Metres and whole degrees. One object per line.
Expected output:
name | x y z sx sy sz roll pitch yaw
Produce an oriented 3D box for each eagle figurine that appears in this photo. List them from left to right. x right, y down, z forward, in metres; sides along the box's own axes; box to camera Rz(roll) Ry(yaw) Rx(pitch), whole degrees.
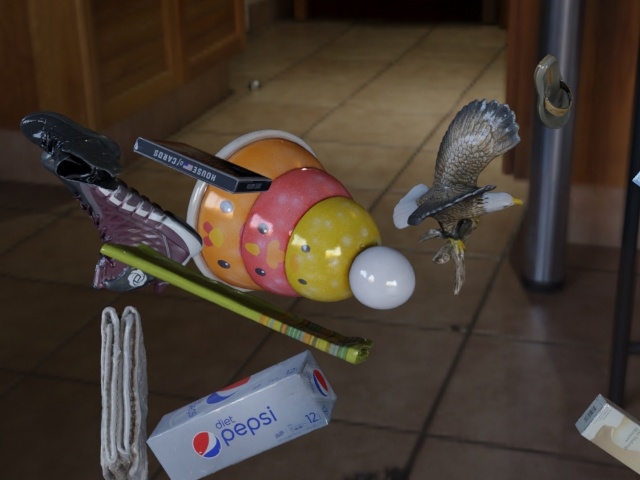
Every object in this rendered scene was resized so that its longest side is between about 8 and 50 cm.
eagle figurine | 0.251 -0.088 1.902 0.225 0.298 0.226 -25 56 -7

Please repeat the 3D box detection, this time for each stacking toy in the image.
stacking toy | 0.000 0.000 2.065 0.351 0.350 0.480 -19 30 -36

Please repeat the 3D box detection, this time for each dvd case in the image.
dvd case | -0.190 -0.124 1.778 0.179 0.029 0.239 23 6 8

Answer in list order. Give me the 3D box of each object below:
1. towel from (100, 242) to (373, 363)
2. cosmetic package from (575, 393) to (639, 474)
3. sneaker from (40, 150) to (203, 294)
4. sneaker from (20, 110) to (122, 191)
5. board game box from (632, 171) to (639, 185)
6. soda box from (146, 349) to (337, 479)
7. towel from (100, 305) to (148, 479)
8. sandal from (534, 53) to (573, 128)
towel | -0.068 0.051 0.924 0.237 0.021 0.102 23 -2 8
cosmetic package | 0.420 0.272 1.480 0.115 0.060 0.041 33 10 -6
sneaker | -0.330 -0.012 1.618 0.281 0.162 0.106 34 1 -13
sneaker | -0.328 -0.116 1.388 0.170 0.051 0.089 20 30 6
board game box | 0.511 -0.074 1.417 0.154 0.103 0.026 40 22 13
soda box | -0.122 0.279 1.666 0.286 0.098 0.091 -27 12 19
towel | -0.225 0.200 1.252 0.049 0.187 0.282 0 -20 -7
sandal | 0.421 -0.256 1.892 0.049 0.180 0.072 30 71 33
